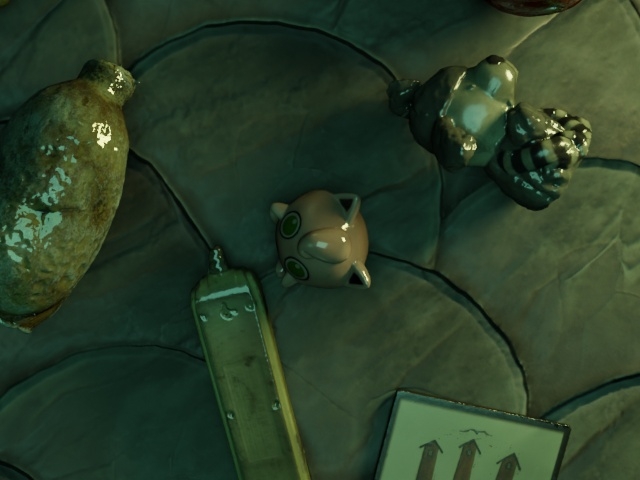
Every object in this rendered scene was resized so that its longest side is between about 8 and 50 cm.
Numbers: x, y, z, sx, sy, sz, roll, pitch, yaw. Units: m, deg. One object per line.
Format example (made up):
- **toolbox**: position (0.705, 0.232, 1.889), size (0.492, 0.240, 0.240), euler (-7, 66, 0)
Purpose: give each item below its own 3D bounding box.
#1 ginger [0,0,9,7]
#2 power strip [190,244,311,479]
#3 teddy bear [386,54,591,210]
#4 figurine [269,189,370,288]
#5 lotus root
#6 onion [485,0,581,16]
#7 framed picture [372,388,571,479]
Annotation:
- **ginger**: position (-0.488, -0.265, 1.397), size (0.190, 0.126, 0.354), euler (31, 96, -29)
- **power strip**: position (-0.088, 0.190, 1.537), size (0.092, 0.066, 0.388), euler (-13, 103, 1)
- **teddy bear**: position (0.210, -0.132, 1.429), size (0.251, 0.171, 0.144), euler (24, 120, -14)
- **figurine**: position (0.000, 0.000, 1.472), size (0.125, 0.138, 0.125), euler (-5, 97, -48)
- **lotus root**: position (-0.326, -0.058, 1.424), size (0.175, 0.175, 0.350), euler (23, 95, -7)
- **onion**: position (0.231, -0.336, 1.419), size (0.194, 0.159, 0.160), euler (-5, 102, 26)
- **framed picture**: position (0.179, 0.374, 1.607), size (0.244, 0.013, 0.324), euler (12, 100, -6)
